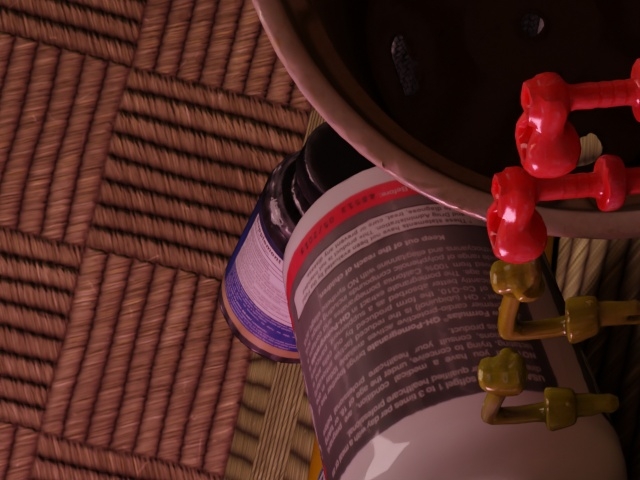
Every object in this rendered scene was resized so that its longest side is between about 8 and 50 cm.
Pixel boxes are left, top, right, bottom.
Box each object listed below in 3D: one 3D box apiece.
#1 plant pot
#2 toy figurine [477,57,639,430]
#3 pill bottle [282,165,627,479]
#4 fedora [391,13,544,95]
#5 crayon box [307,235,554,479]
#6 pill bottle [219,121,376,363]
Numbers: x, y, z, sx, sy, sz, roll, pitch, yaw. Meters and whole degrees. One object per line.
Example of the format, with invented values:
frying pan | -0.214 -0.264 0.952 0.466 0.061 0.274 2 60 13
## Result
plant pot | 0.128 -0.148 0.892 0.305 0.333 0.334 82 -159 -83
toy figurine | 0.172 0.052 0.556 0.363 0.191 0.217 95 167 -51
pill bottle | 0.084 0.111 1.005 0.319 0.176 0.176 -104 26 -46
fedora | 0.114 -0.134 1.384 0.334 0.152 0.334 -166 90 -81
crayon box | 0.066 0.187 1.322 0.363 0.106 0.313 120 162 -61
pill bottle | 0.000 0.000 1.342 0.219 0.122 0.123 119 163 -52
